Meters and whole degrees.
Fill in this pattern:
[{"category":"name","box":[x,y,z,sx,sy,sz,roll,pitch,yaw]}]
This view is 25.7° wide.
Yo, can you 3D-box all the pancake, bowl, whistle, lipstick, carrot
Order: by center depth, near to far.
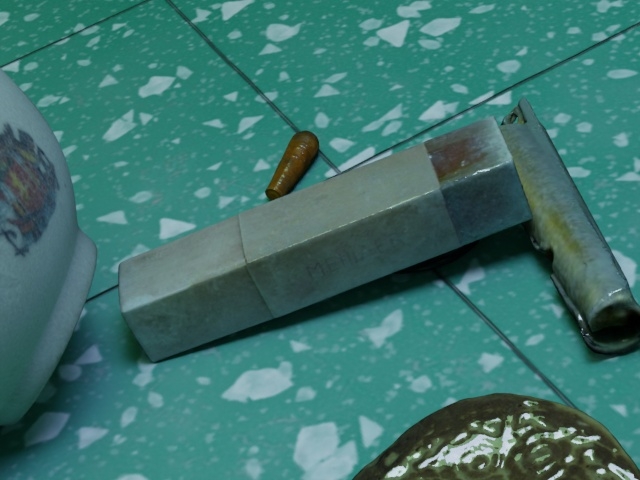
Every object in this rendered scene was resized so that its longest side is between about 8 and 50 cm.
[{"category":"pancake","box":[0.129,0.211,1.045,0.250,0.031,0.250,-10,40,8]},{"category":"bowl","box":[-0.319,0.042,1.219,0.196,0.435,0.435,26,38,-17]},{"category":"lipstick","box":[0.000,0.000,1.267,0.371,0.076,0.080,-21,39,7]},{"category":"whistle","box":[0.214,-0.023,1.269,0.068,0.057,0.326,-52,30,25]},{"category":"carrot","box":[-0.028,-0.078,1.443,0.032,0.032,0.093,8,48,27]}]

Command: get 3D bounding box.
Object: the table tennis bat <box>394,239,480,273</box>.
[{"category":"table tennis bat","box":[0.046,-0.018,1.350,0.236,0.027,0.150,-7,40,9]}]
